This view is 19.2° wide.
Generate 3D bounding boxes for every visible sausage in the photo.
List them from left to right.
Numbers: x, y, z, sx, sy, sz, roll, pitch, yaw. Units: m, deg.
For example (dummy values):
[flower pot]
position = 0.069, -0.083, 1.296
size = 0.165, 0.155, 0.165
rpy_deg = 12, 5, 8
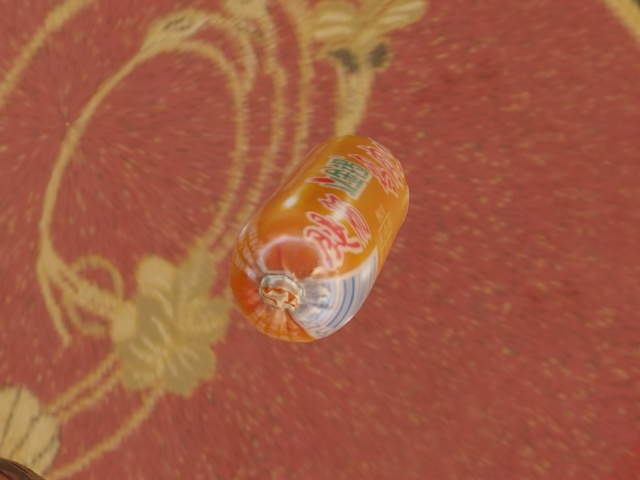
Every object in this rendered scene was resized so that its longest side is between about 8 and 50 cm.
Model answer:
[sausage]
position = 0.000, 0.000, 0.963
size = 0.071, 0.234, 0.071
rpy_deg = 2, 104, 8

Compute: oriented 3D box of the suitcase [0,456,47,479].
[suitcase]
position = -0.215, 0.175, 0.575
size = 0.297, 0.161, 0.236
rpy_deg = 0, 70, 16
